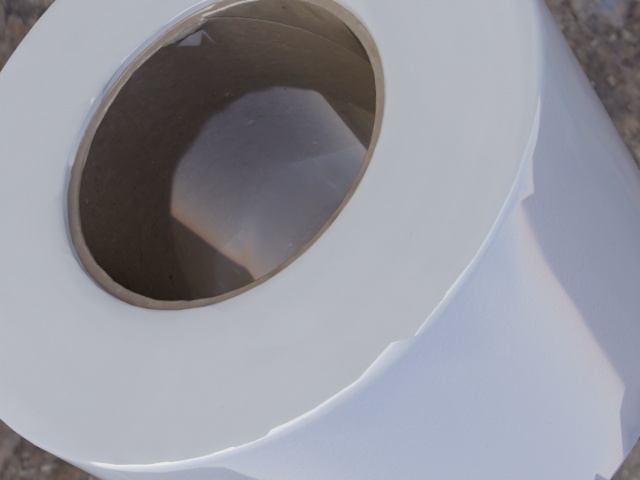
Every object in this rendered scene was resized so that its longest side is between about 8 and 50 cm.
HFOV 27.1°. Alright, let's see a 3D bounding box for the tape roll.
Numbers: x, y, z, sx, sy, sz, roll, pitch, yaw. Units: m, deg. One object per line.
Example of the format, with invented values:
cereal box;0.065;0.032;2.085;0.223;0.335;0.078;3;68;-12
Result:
tape roll;0.000;0.000;0.524;0.246;0.246;0.169;-36;141;9
